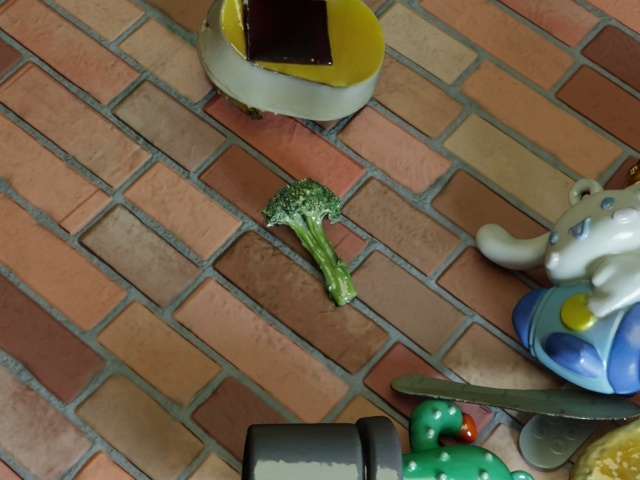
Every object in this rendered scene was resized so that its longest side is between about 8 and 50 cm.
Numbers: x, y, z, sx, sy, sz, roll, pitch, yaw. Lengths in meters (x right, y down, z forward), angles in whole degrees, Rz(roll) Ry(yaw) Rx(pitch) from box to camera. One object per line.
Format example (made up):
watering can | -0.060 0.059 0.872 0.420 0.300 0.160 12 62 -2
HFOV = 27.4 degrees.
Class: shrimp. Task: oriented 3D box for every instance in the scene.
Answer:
shrimp | -0.116 -0.242 2.111 0.091 0.025 0.127 -28 63 -18

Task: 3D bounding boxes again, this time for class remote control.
remote control | 0.373 0.234 1.868 0.077 0.022 0.245 42 67 18

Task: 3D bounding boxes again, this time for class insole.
insole | 0.268 0.216 1.811 0.348 0.119 0.009 5 101 16

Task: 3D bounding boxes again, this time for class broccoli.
broccoli | -0.002 0.001 1.951 0.118 0.122 0.204 -28 79 0

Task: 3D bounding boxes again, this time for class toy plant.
toy plant | 0.098 0.319 1.726 0.400 0.185 0.279 5 31 -8

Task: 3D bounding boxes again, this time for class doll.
doll | 0.389 0.074 1.804 0.187 0.376 0.365 9 63 -28

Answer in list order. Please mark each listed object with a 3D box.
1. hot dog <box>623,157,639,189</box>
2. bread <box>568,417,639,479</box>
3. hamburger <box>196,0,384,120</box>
hot dog | 0.517 -0.047 1.955 0.150 0.153 0.256 21 62 9
bread | 0.449 0.357 1.743 0.244 0.134 0.244 0 63 0
hamburger | -0.045 -0.301 2.068 0.295 0.151 0.227 16 64 -15
